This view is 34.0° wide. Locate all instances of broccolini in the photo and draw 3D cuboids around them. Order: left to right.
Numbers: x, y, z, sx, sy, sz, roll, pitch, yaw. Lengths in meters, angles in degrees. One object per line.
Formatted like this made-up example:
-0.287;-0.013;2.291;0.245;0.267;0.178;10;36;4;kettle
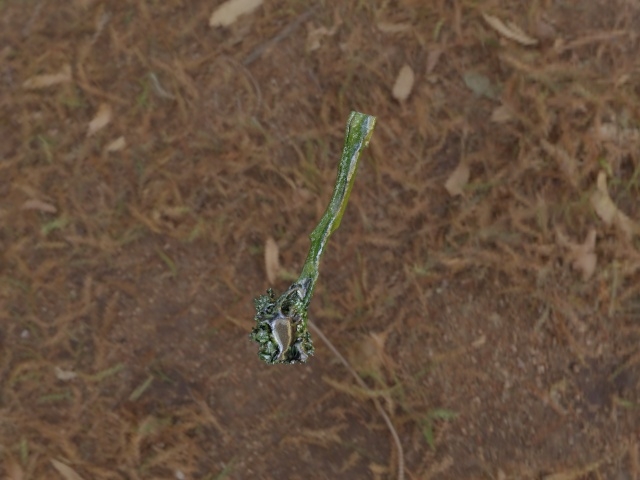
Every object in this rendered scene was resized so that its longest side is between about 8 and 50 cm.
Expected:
-0.007;-0.002;1.000;0.058;0.071;0.254;18;91;18;broccolini
